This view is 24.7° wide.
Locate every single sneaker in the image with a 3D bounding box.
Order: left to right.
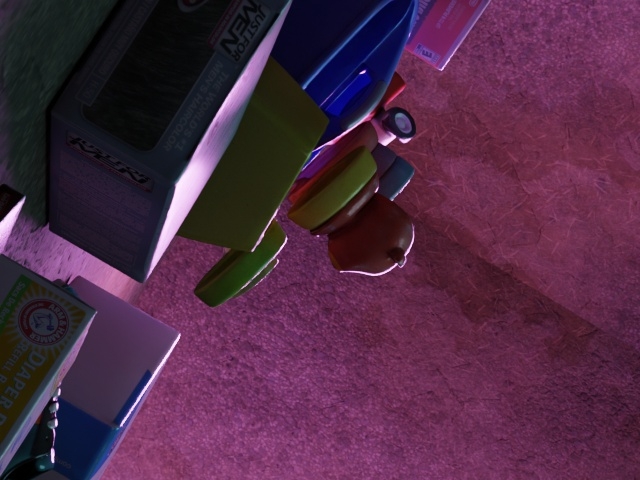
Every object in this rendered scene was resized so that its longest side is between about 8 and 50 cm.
[{"bbox_3d":[-0.318,0.184,1.543,0.302,0.121,0.108,-61,-177,-27],"label":"sneaker"}]

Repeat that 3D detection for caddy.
[{"bbox_3d":[-0.005,-0.219,1.924,0.341,0.179,0.241,-48,166,-19],"label":"caddy"}]

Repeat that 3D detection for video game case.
[{"bbox_3d":[0.082,-0.360,1.982,0.025,0.285,0.204,-60,-178,-29],"label":"video game case"}]

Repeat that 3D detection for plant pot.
[{"bbox_3d":[-0.110,-0.110,1.642,0.212,0.187,0.212,-59,-178,19],"label":"plant pot"}]

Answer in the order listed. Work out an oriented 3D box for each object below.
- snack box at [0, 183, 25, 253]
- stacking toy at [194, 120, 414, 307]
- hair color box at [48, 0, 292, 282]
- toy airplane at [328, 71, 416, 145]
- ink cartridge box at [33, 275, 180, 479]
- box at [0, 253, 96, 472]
[{"bbox_3d":[-0.259,0.029,1.004,0.064,0.022,0.178,-59,-179,35],"label":"snack box"},{"bbox_3d":[0.000,0.000,1.786,0.279,0.130,0.309,-40,-172,16],"label":"stacking toy"},{"bbox_3d":[-0.142,-0.100,1.274,0.185,0.113,0.374,-60,-177,-17],"label":"hair color box"},{"bbox_3d":[-0.055,-0.233,2.285,0.386,0.272,0.384,-23,170,0],"label":"toy airplane"},{"bbox_3d":[-0.364,0.283,1.854,0.395,0.166,0.285,-59,-179,21],"label":"ink cartridge box"},{"bbox_3d":[-0.274,0.124,1.132,0.203,0.103,0.114,-61,-177,-33],"label":"box"}]
